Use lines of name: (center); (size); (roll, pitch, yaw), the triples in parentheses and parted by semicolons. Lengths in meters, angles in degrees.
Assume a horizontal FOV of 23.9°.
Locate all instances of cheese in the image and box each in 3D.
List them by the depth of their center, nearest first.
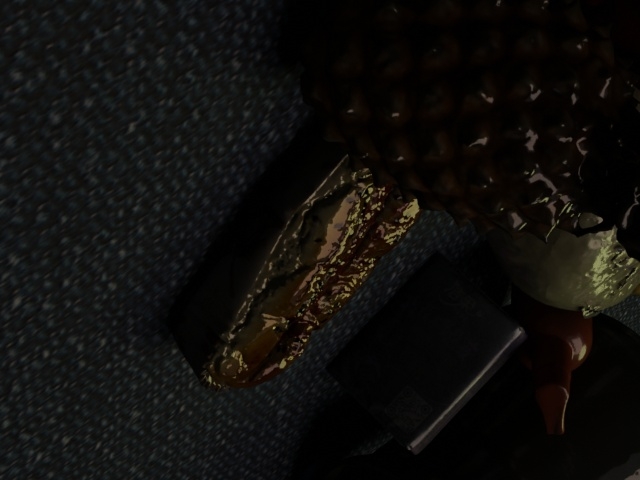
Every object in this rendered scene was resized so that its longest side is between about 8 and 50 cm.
cheese: (0.014, 0.223, 1.572); (0.111, 0.017, 0.047); (-33, 157, -32)

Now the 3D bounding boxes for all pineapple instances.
pineapple: (0.155, -0.049, 0.902); (0.175, 0.361, 0.175); (-44, 159, -22)

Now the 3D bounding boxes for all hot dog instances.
hot dog: (0.000, 0.000, 1.091); (0.268, 0.075, 0.144); (-55, 155, 12)

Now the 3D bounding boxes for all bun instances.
bun: (0.233, -0.073, 1.282); (0.273, 0.168, 0.273); (-42, 148, -33)

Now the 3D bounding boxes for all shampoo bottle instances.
shampoo bottle: (0.223, 0.077, 1.464); (0.244, 0.085, 0.085); (-78, -169, -54)

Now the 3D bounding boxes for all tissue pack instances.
tissue pack: (0.100, 0.105, 1.400); (0.156, 0.112, 0.051); (-46, 159, -1)

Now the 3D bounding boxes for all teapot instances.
teapot: (0.163, 0.254, 1.576); (0.361, 0.306, 0.376); (-28, -171, -36)

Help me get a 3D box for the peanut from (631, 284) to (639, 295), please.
peanut: (0.390, -0.021, 1.756); (0.089, 0.089, 0.193); (-20, 143, -49)

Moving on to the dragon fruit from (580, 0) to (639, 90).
dragon fruit: (0.314, -0.210, 1.085); (0.298, 0.244, 0.244); (-16, 146, -24)
